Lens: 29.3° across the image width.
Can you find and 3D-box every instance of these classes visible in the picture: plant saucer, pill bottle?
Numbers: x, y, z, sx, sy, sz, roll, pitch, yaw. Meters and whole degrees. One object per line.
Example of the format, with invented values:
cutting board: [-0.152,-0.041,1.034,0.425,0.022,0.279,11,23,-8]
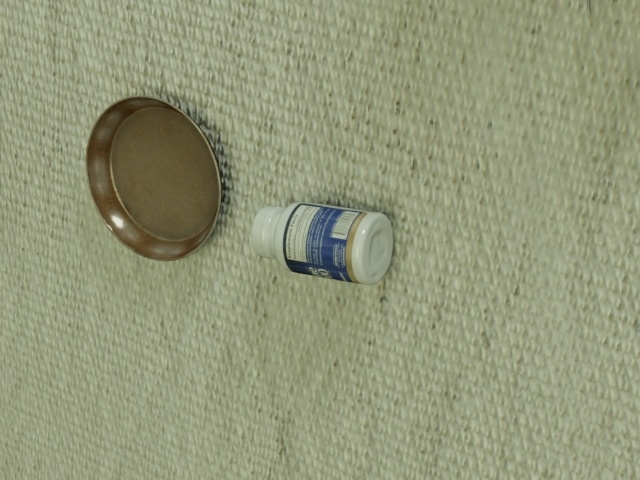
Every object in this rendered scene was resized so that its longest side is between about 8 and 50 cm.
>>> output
plant saucer: [-0.161,-0.063,1.216,0.169,0.029,0.168,10,110,28]
pill bottle: [0.000,0.000,1.112,0.120,0.067,0.067,9,110,30]

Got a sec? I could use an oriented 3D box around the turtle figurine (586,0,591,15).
turtle figurine: [0.247,-0.271,0.848,0.175,0.118,0.234,10,102,23]
